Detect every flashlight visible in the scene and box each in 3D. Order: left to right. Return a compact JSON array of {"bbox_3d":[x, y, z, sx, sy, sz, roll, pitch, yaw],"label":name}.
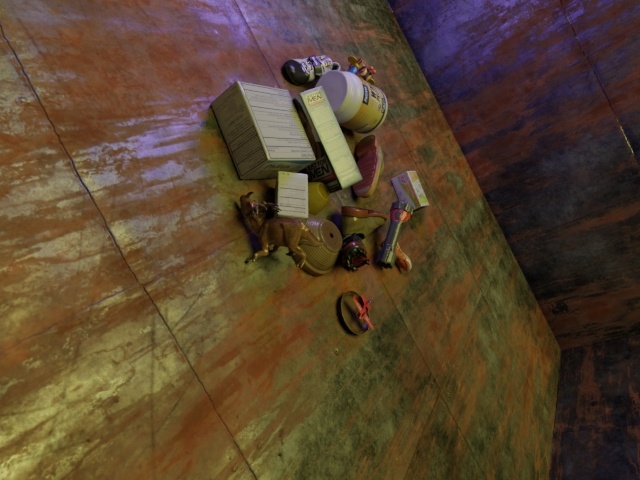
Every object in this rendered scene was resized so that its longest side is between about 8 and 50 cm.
[{"bbox_3d":[0.324,-0.025,1.992,0.103,0.103,0.303,25,73,-22],"label":"flashlight"}]

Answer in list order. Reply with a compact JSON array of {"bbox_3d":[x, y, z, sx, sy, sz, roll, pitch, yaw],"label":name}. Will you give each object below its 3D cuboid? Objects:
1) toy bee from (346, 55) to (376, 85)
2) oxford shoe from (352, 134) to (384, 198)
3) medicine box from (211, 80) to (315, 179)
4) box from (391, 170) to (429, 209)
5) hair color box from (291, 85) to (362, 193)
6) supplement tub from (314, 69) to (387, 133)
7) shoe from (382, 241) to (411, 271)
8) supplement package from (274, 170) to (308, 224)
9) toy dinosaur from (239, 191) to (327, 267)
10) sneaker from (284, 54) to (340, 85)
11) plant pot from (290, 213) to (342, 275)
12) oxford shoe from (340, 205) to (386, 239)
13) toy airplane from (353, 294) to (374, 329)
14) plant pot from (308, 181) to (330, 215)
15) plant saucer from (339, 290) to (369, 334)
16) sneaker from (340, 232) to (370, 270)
[{"bbox_3d":[0.225,-0.870,2.389,0.195,0.162,0.298,21,54,-47],"label":"toy bee"},{"bbox_3d":[0.243,-0.325,2.108,0.146,0.141,0.396,47,40,-35],"label":"oxford shoe"},{"bbox_3d":[-0.191,-0.372,1.563,0.264,0.149,0.289,-15,82,-54],"label":"medicine box"},{"bbox_3d":[0.471,-0.255,2.382,0.114,0.103,0.203,-11,79,-55],"label":"box"},{"bbox_3d":[-0.003,-0.365,1.722,0.114,0.185,0.374,-29,99,-31],"label":"hair color box"},{"bbox_3d":[0.139,-0.632,2.075,0.316,0.228,0.228,4,67,-51],"label":"supplement tub"},{"bbox_3d":[0.344,0.073,2.063,0.081,0.064,0.177,-29,88,-53],"label":"shoe"},{"bbox_3d":[-0.101,-0.130,1.539,0.105,0.105,0.179,5,60,-11],"label":"supplement package"},{"bbox_3d":[-0.120,-0.036,1.396,0.127,0.296,0.200,-83,180,-71],"label":"toy dinosaur"},{"bbox_3d":[-0.029,-0.774,2.021,0.331,0.146,0.122,-27,93,-53],"label":"sneaker"},{"bbox_3d":[0.000,0.000,1.620,0.237,0.110,0.237,31,46,-38],"label":"plant pot"},{"bbox_3d":[0.176,-0.070,1.917,0.348,0.123,0.130,2,99,-57],"label":"oxford shoe"},{"bbox_3d":[0.161,0.256,1.691,0.151,0.028,0.151,30,49,-41],"label":"toy airplane"},{"bbox_3d":[-0.021,-0.167,1.703,0.134,0.095,0.134,29,49,-40],"label":"plant pot"},{"bbox_3d":[0.122,0.270,1.683,0.169,0.029,0.168,31,47,-39],"label":"plant saucer"},{"bbox_3d":[0.117,0.032,1.705,0.135,0.098,0.276,64,5,14],"label":"sneaker"}]
